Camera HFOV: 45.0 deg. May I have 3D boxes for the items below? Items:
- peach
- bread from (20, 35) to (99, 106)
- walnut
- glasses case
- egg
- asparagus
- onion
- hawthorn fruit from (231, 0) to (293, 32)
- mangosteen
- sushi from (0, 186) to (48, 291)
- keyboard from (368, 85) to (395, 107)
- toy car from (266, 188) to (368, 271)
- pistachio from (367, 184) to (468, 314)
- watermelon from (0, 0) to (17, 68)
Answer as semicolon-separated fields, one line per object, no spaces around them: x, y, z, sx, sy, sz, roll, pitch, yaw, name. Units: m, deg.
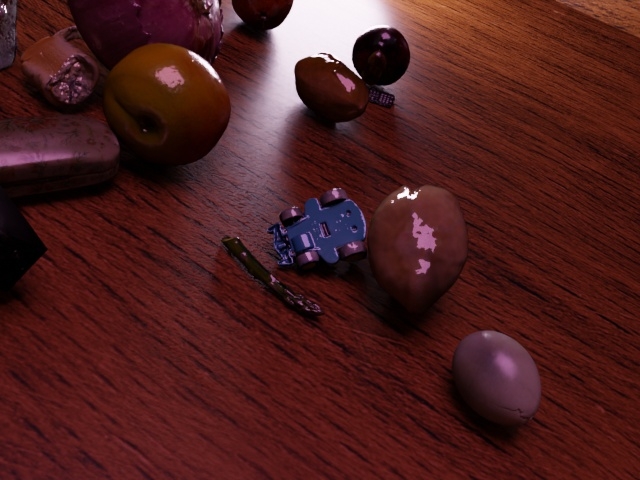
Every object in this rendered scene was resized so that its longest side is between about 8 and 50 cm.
-0.276;-0.246;1.395;0.231;0.231;0.231;11;36;-8;peach
-0.512;-0.334;1.518;0.119;0.084;0.177;-42;58;-12;bread
0.019;-0.345;1.725;0.137;0.137;0.245;-16;46;-37;walnut
-0.532;-0.129;1.236;0.425;0.098;0.156;-13;42;-34;glasses case
0.252;0.196;1.102;0.114;0.114;0.152;-5;43;-27;egg
-0.085;0.055;1.231;0.034;0.027;0.236;-32;56;-34;asparagus
-0.370;-0.497;1.607;0.345;0.358;0.358;21;32;36;onion
-0.144;-0.619;2.000;0.181;0.181;0.235;2;51;-20;hawthorn fruit
0.147;-0.450;1.896;0.152;0.152;0.152;11;36;-8;mangosteen
-0.536;-0.020;0.993;0.215;0.212;0.227;44;2;25;sushi
0.085;-0.366;1.873;0.195;0.018;0.060;17;38;2;keyboard
0.000;0.000;1.309;0.161;0.098;0.126;-21;68;-2;toy car
0.160;0.006;1.263;0.162;0.181;0.293;-5;26;10;pistachio
-0.674;-0.412;1.490;0.320;0.213;0.289;-24;36;20;watermelon
